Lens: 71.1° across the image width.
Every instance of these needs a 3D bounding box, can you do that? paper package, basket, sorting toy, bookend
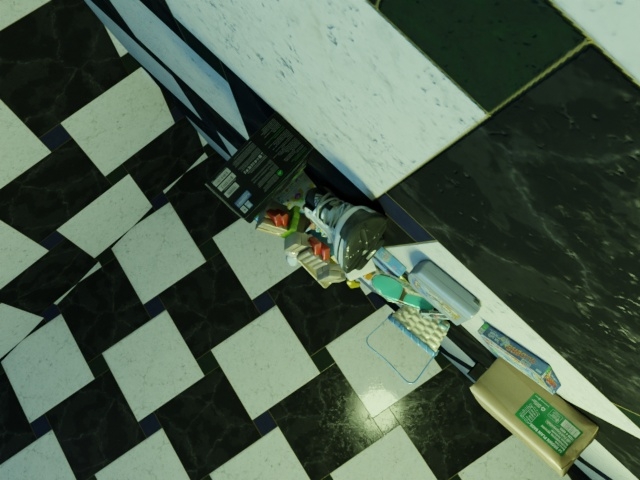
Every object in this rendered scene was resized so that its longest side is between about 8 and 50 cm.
[{"bbox_3d":[0.670,0.553,1.423,0.325,0.168,0.309,41,176,39],"label":"paper package"},{"bbox_3d":[0.362,0.388,1.789,0.255,0.289,0.201,43,176,15],"label":"basket"},{"bbox_3d":[0.073,0.092,1.855,0.307,0.229,0.041,48,-174,-29],"label":"sorting toy"},{"bbox_3d":[0.784,0.661,2.125,0.157,0.072,0.156,40,176,22],"label":"bookend"}]

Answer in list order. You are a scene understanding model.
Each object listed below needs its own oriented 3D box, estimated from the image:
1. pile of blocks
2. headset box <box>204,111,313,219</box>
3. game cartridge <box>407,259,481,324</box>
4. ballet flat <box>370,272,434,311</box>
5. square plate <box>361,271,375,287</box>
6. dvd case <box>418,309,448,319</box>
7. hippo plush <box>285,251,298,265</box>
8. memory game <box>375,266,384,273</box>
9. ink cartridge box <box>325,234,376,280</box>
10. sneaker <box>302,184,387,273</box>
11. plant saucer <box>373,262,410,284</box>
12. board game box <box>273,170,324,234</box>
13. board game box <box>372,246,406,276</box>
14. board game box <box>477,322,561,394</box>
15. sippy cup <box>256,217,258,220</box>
[{"bbox_3d":[-0.035,-0.010,1.393,0.362,0.149,0.113,41,150,-13],"label":"pile of blocks"},{"bbox_3d":[-0.158,-0.177,1.197,0.131,0.246,0.283,44,175,-4],"label":"headset box"},{"bbox_3d":[0.332,0.145,1.240,0.198,0.062,0.297,37,175,17],"label":"game cartridge"},{"bbox_3d":[0.280,0.177,1.543,0.241,0.091,0.077,27,-167,-2],"label":"ballet flat"},{"bbox_3d":[0.239,0.172,2.455,0.347,0.049,0.344,44,175,-21],"label":"square plate"},{"bbox_3d":[0.395,0.251,1.509,0.120,0.013,0.087,2,160,19],"label":"dvd case"},{"bbox_3d":[0.000,0.000,1.958,0.237,0.294,0.234,19,175,5],"label":"hippo plush"},{"bbox_3d":[0.269,0.160,1.744,0.186,0.012,0.186,42,177,2],"label":"memory game"},{"bbox_3d":[0.099,0.034,1.565,0.237,0.100,0.171,-162,49,-86],"label":"ink cartridge box"},{"bbox_3d":[0.034,-0.049,1.225,0.257,0.169,0.447,40,178,11],"label":"sneaker"},{"bbox_3d":[0.268,0.130,1.806,0.241,0.037,0.241,43,175,4],"label":"plant saucer"},{"bbox_3d":[-0.079,-0.140,1.557,0.142,0.144,0.275,40,174,46],"label":"board game box"},{"bbox_3d":[0.221,0.068,1.588,0.160,0.039,0.211,42,175,7],"label":"board game box"},{"bbox_3d":[0.526,0.311,1.193,0.136,0.035,0.201,46,175,-38],"label":"board game box"},{"bbox_3d":[-0.221,-0.185,1.911,0.305,0.224,0.240,45,176,-34],"label":"sippy cup"}]
